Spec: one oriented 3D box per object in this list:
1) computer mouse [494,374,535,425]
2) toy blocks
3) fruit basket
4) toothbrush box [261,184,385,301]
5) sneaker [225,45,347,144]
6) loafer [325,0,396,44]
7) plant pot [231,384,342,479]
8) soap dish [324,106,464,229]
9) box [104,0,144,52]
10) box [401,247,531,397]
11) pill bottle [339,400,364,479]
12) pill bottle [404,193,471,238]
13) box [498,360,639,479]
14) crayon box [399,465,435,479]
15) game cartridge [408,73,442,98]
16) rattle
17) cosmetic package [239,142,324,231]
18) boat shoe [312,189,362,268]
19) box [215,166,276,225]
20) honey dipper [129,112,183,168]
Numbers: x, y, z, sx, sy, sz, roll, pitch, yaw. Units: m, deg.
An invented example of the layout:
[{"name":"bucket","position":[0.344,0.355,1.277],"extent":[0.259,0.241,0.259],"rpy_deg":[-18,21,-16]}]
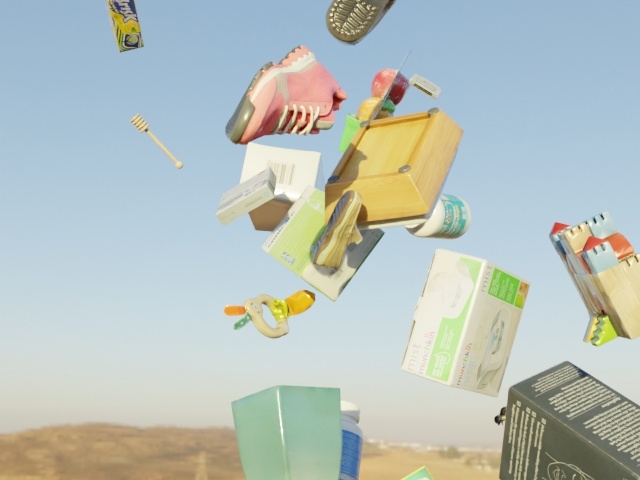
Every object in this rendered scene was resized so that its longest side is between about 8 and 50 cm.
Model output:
[{"name":"computer mouse","position":[0.571,0.450,2.519],"extent":[0.042,0.193,0.106],"rpy_deg":[41,-16,22]},{"name":"toy blocks","position":[0.595,0.061,1.826],"extent":[0.191,0.260,0.381],"rpy_deg":[-27,-4,3]},{"name":"fruit basket","position":[0.189,-0.392,2.570],"extent":[0.165,0.353,0.327],"rpy_deg":[33,9,-3]},{"name":"toothbrush box","position":[0.000,0.000,2.124],"extent":[0.122,0.206,0.283],"rpy_deg":[38,-3,-27]},{"name":"sneaker","position":[-0.041,-0.224,1.431],"extent":[0.136,0.314,0.116],"rpy_deg":[37,-54,1]},{"name":"loafer","position":[0.130,-0.588,1.970],"extent":[0.134,0.366,0.130],"rpy_deg":[40,-9,1]},{"name":"plant pot","position":[-0.060,0.424,1.744],"extent":[0.166,0.234,0.166],"rpy_deg":[11,-26,-38]},{"name":"soap dish","position":[0.147,-0.149,1.781],"extent":[0.229,0.291,0.118],"rpy_deg":[-6,-54,30]},{"name":"box","position":[-0.394,-0.457,1.725],"extent":[0.054,0.059,0.169],"rpy_deg":[-18,-33,-12]},{"name":"box","position":[0.302,0.173,1.809],"extent":[0.127,0.261,0.231],"rpy_deg":[14,-6,38]},{"name":"pill bottle","position":[0.036,0.494,2.042],"extent":[0.124,0.221,0.124],"rpy_deg":[8,-31,5]},{"name":"pill bottle","position":[0.351,-0.078,2.732],"extent":[0.146,0.146,0.264],"rpy_deg":[-8,-7,38]},{"name":"box","position":[0.641,0.523,2.056],"extent":[0.212,0.293,0.395],"rpy_deg":[-17,32,-29]},{"name":"crayon box","position":[0.082,0.646,1.878],"extent":[0.363,0.106,0.313],"rpy_deg":[-27,-22,-14]},{"name":"game cartridge","position":[0.266,-0.391,2.209],"extent":[0.083,0.056,0.017],"rpy_deg":[32,-50,2]},{"name":"rattle","position":[-0.128,0.176,2.236],"extent":[0.143,0.130,0.200],"rpy_deg":[-15,-26,37]},{"name":"cosmetic package","position":[-0.101,-0.135,2.554],"extent":[0.217,0.156,0.385],"rpy_deg":[9,-14,4]},{"name":"boat shoe","position":[0.049,-0.018,1.687],"extent":[0.072,0.068,0.190],"rpy_deg":[20,-47,-10]},{"name":"box","position":[-0.179,-0.110,2.132],"extent":[0.145,0.038,0.186],"rpy_deg":[-29,18,8]},{"name":"honey dipper","position":[-0.377,-0.228,2.028],"extent":[0.160,0.030,0.030],"rpy_deg":[47,-33,-20]}]
